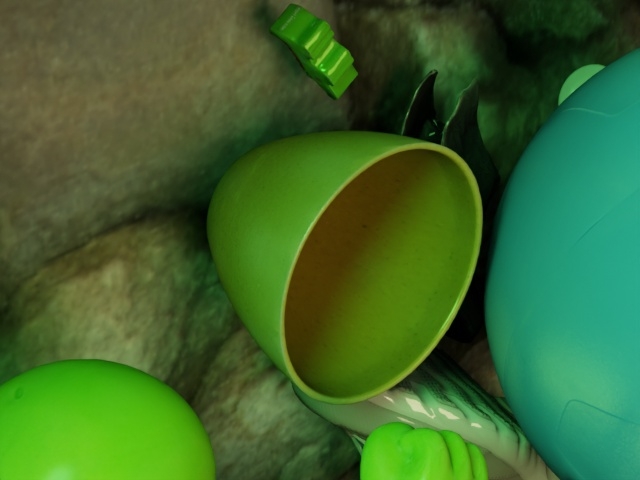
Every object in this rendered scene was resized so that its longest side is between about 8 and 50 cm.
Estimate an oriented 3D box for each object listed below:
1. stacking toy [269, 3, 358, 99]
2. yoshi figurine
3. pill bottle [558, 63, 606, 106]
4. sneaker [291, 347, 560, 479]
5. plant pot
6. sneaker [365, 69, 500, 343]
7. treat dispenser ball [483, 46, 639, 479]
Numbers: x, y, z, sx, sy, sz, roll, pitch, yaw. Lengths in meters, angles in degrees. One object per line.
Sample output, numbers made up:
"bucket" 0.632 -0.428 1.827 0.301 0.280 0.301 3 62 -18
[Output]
"stacking toy" 0.006 -0.190 0.716 0.167 0.052 0.221 -51 141 -9
"yoshi figurine" -0.043 0.140 0.736 0.203 0.203 0.362 -59 153 7
"pill bottle" 0.183 -0.078 0.971 0.083 0.043 0.043 14 102 -50
"sneaker" 0.067 0.137 0.928 0.115 0.105 0.281 -49 135 4
"plant pot" 0.000 0.000 0.781 0.134 0.095 0.134 -24 128 -36
"sneaker" 0.073 -0.014 0.882 0.089 0.051 0.170 -59 149 -16
"treat dispenser ball" 0.230 0.027 0.841 0.288 0.288 0.288 -25 129 -36
